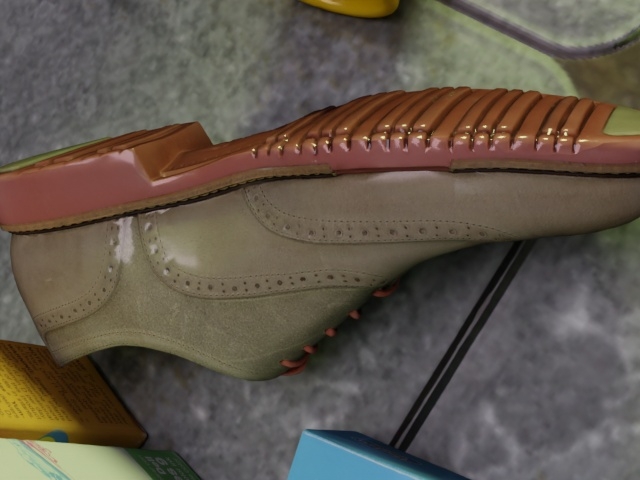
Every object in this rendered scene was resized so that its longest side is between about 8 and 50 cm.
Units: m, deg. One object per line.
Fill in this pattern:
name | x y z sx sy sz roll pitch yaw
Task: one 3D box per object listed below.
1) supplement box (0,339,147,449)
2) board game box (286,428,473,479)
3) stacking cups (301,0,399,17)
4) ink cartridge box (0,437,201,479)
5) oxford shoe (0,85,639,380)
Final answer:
supplement box | -0.188 0.094 0.533 0.080 0.233 0.078 41 99 25
board game box | 0.055 0.270 0.466 0.242 0.064 0.317 16 87 29
stacking cups | 0.052 -0.280 0.582 0.096 0.096 0.316 18 83 29
ink cartridge box | -0.149 0.177 0.506 0.093 0.212 0.154 42 100 28
oxford shoe | 0.000 0.000 0.545 0.348 0.123 0.130 -4 104 25
